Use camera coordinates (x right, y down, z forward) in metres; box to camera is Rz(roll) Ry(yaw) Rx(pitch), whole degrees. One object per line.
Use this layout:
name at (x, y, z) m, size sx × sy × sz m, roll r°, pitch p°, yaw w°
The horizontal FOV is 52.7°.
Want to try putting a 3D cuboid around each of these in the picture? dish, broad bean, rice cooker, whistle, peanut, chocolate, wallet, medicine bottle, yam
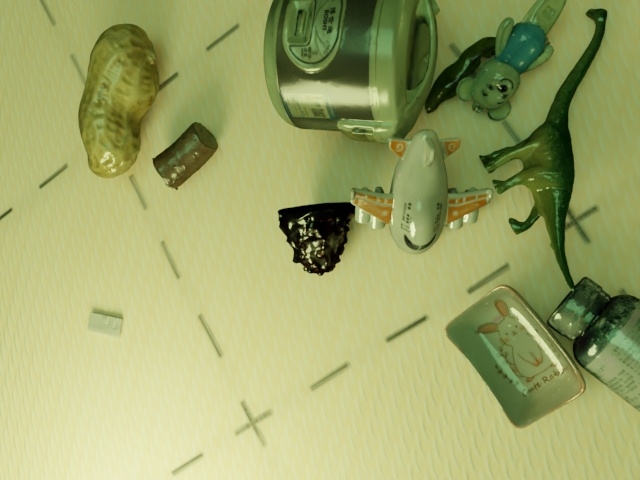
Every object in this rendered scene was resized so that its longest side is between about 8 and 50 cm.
dish at (0.332, 0.188, 1.088) m, size 0.151 × 0.077 × 0.212 m, roll -45°, pitch 73°, yaw 32°
broad bean at (0.262, -0.310, 1.175) m, size 0.195 × 0.046 × 0.061 m, roll -33°, pitch 86°, yaw 11°
rice cooker at (0.063, -0.319, 1.123) m, size 0.277 × 0.288 × 0.288 m, roll 9°, pitch 89°, yaw 19°
whistle at (0.338, -0.319, 1.110) m, size 0.114 × 0.077 × 0.235 m, roll 28°, pitch 112°, yaw -16°
peanut at (-0.423, -0.290, 1.358) m, size 0.153 × 0.140 × 0.325 m, roll 7°, pitch 90°, yaw 2°
chocolate at (0.000, 0.000, 1.204) m, size 0.156 × 0.156 × 0.133 m, roll -4°, pitch 101°, yaw 18°
wallet at (-0.466, 0.183, 1.401) m, size 0.083 × 0.011 × 0.044 m, roll 9°, pitch 89°, yaw 19°
medicine bottle at (0.504, 0.183, 1.007) m, size 0.293 × 0.141 × 0.141 m, roll 39°, pitch 98°, yaw 16°
yam at (-0.278, -0.175, 1.330) m, size 0.127 × 0.084 × 0.084 m, roll -39°, pitch 75°, yaw 15°

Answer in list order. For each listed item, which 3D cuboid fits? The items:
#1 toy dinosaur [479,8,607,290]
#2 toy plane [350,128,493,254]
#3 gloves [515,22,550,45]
toy dinosaur at (0.427, -0.156, 1.079) m, size 0.301 × 0.087 × 0.447 m, roll -25°, pitch 67°, yaw 12°
toy plane at (0.172, -0.077, 1.112) m, size 0.245 × 0.117 × 0.244 m, roll -1°, pitch 123°, yaw -2°
gloves at (0.377, -0.358, 1.147) m, size 0.081 × 0.044 × 0.037 m, roll 37°, pitch 60°, yaw 0°
